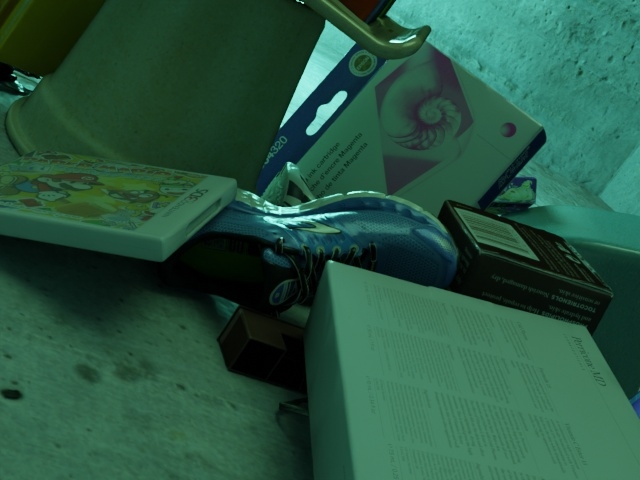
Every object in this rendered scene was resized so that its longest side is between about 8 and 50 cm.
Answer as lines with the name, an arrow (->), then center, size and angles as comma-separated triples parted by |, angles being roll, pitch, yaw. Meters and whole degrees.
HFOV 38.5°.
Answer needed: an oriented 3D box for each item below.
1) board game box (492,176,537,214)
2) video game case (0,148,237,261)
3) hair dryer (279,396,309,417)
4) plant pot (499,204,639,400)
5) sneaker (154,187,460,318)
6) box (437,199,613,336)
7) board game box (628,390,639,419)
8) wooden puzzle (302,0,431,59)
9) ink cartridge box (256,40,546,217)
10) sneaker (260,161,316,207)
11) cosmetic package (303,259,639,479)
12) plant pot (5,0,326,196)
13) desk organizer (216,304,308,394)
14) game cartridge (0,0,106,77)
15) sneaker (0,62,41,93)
board game box -> 0.258, -0.077, 1.608 | 0.208, 0.056, 0.347 | 7, -1, 7
video game case -> -0.217, -0.041, 0.876 | 0.226, 0.026, 0.206 | 9, 20, 10
hair dryer -> 0.119, 0.217, 0.854 | 0.293, 0.080, 0.224 | 20, 23, -34
plant pot -> 0.376, 0.076, 1.421 | 0.252, 0.247, 0.248 | 15, 18, 4
sneaker -> -0.017, 0.028, 0.963 | 0.329, 0.130, 0.147 | 3, 31, -1
box -> 0.198, 0.089, 1.071 | 0.167, 0.203, 0.168 | 17, 20, -13
board game box -> 0.398, 0.321, 0.988 | 0.233, 0.078, 0.347 | 46, 21, 8
wooden puzzle -> -0.019, -0.334, 1.057 | 0.347, 0.080, 0.322 | 33, 18, -1
ink cartridge box -> 0.082, -0.121, 1.274 | 0.330, 0.324, 0.071 | 41, 0, 23
sneaker -> 0.000, 0.000, 1.188 | 0.153, 0.094, 0.235 | 29, 21, -22
cosmetic package -> 0.137, 0.173, 0.765 | 0.284, 0.098, 0.377 | 13, 25, -9
plant pot -> -0.159, -0.203, 1.111 | 0.333, 0.305, 0.334 | 30, 18, -11
desk organizer -> -0.033, 0.115, 0.918 | 0.130, 0.047, 0.050 | 22, 23, -29
game cartridge -> -0.260, -0.324, 1.213 | 0.052, 0.285, 0.323 | 42, 10, 17
sneaker -> -0.444, -0.249, 1.167 | 0.170, 0.051, 0.089 | 39, 18, 5
